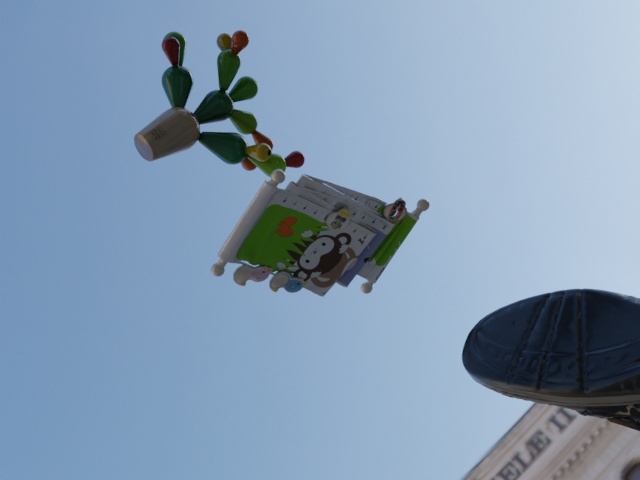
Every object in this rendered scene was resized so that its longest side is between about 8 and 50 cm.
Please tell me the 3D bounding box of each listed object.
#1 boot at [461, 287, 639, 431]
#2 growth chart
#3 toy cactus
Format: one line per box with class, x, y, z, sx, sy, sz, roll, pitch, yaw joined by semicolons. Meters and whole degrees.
boot;0.225;0.117;0.473;0.178;0.236;0.085;55;-133;-31
growth chart;0.000;0.000;0.877;0.237;0.021;0.172;11;-61;-32
toy cactus;-0.128;-0.146;0.844;0.180;0.112;0.219;-38;-82;-35
